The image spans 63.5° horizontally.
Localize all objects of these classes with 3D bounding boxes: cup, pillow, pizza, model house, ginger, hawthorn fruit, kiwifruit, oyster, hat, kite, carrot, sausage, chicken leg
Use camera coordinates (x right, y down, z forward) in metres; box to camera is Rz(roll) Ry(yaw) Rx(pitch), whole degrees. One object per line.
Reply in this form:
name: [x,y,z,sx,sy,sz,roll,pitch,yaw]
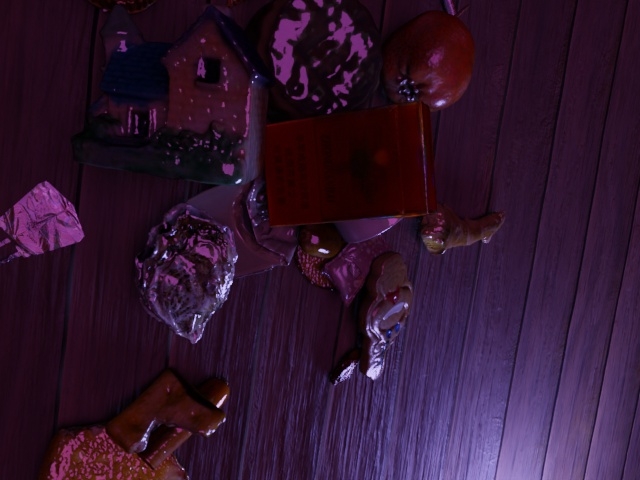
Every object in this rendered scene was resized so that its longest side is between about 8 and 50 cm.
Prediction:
cup: [0.097,-0.149,1.139,0.253,0.191,0.200,-46,111,-35]
pillow: [0.085,0.047,1.200,0.185,0.043,0.118,-47,114,-20]
pizza: [-0.409,0.459,1.051,0.296,0.071,0.189,7,77,-29]
model house: [-0.240,-0.260,0.879,0.311,0.245,0.280,9,104,5]
ginger: [0.362,-0.041,1.327,0.294,0.086,0.131,-9,92,-31]
hawthorn fruit: [0.254,-0.415,1.153,0.210,0.210,0.262,43,73,-23]
kiwifruit: [0.000,0.000,1.126,0.124,0.075,0.075,22,88,-56]
oyster: [-0.269,0.068,1.025,0.198,0.112,0.268,23,104,-20]
hat: [-0.164,-0.046,1.094,0.244,0.149,0.215,-9,111,14]
kite: [-0.562,-0.012,0.944,0.229,0.016,0.127,-29,105,-21]
carrot: [-0.277,0.371,1.078,0.225,0.067,0.067,-40,112,-33]
sausage: [0.308,-0.570,1.250,0.028,0.025,0.199,-26,108,-3]
chicken leg: [0.079,0.299,1.268,0.145,0.037,0.062,-47,135,-11]

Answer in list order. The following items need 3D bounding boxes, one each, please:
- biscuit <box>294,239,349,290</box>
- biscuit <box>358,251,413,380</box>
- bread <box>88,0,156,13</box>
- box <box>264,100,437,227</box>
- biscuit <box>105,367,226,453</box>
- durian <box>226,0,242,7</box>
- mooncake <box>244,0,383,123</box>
biscuit: [0.024,0.054,1.212,0.206,0.025,0.126,15,90,-25]
biscuit: [0.155,0.186,1.249,0.183,0.047,0.320,12,95,-47]
bread: [-0.360,-0.512,0.912,0.199,0.104,0.199,-3,99,-22]
box: [0.050,-0.133,0.964,0.089,0.313,0.198,-9,96,-66]
biscuit: [-0.308,0.357,1.023,0.183,0.174,0.039,-39,151,-30]
durian: [-0.115,-0.626,1.008,0.186,0.153,0.261,-40,122,-41]
mooncake: [-0.013,-0.366,1.060,0.290,0.161,0.291,-4,101,-23]
